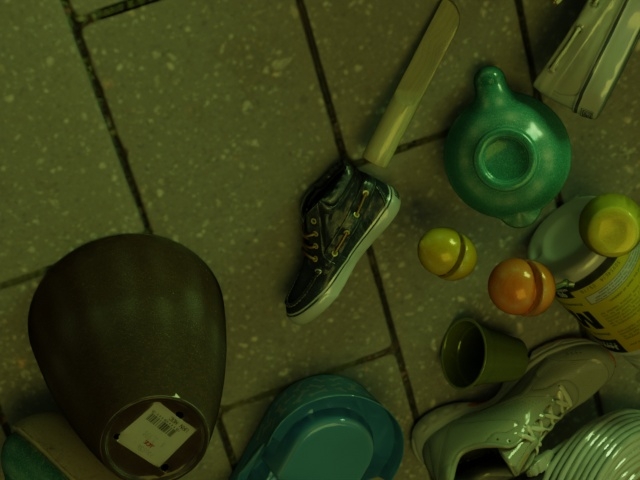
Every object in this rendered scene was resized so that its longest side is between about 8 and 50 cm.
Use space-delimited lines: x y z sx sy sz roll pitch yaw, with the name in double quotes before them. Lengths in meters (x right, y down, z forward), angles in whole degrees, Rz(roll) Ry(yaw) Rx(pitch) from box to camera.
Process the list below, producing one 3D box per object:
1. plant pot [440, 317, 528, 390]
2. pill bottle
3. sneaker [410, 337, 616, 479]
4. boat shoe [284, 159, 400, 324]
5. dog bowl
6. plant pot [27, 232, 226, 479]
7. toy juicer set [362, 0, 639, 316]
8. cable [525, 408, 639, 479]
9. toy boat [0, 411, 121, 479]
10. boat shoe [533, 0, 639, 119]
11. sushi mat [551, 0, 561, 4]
"plant pot" 0.195 0.134 1.768 0.079 0.083 0.083 8 116 -32
"pill bottle" 0.338 0.055 1.732 0.119 0.119 0.208 -42 119 10
"sneaker" 0.240 0.218 1.794 0.262 0.121 0.099 -32 122 3
"boat shoe" 0.000 0.000 1.648 0.083 0.065 0.183 33 98 -27
"dog bowl" -0.022 0.284 1.788 0.166 0.074 0.297 20 112 -23
"plant pot" -0.185 0.140 1.574 0.215 0.230 0.215 -6 119 -12
"toy juicer set" 0.169 -0.066 1.621 0.209 0.089 0.329 -42 90 12
"cable" 0.363 0.330 1.857 0.257 0.089 0.257 -35 121 -27
"toy boat" -0.249 0.345 1.680 0.148 0.267 0.318 -40 151 -23
"boat shoe" 0.303 -0.261 1.573 0.088 0.096 0.268 26 103 11
"sushi mat" 0.293 -0.384 1.484 0.316 0.019 0.151 -43 116 -9
